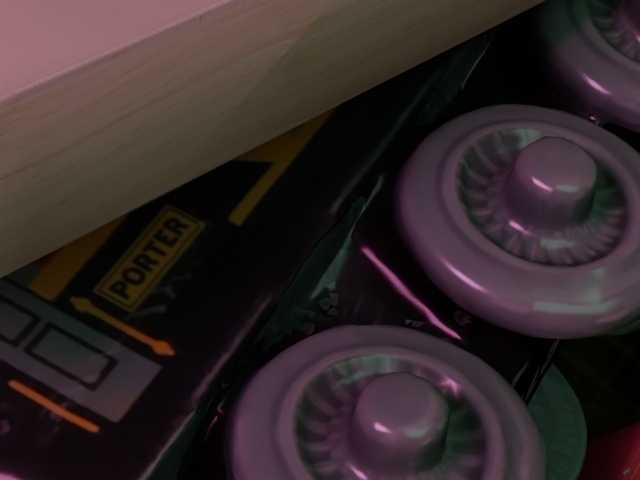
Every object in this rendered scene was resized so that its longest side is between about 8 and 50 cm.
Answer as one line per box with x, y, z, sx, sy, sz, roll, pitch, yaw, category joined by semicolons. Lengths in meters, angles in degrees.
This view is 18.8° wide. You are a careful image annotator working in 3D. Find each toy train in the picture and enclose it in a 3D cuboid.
0.000;0.000;0.552;0.190;0.142;0.334;28;51;11;toy train

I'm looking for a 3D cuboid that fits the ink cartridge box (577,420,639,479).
0.081;0.200;0.556;0.172;0.100;0.237;44;53;-10;ink cartridge box

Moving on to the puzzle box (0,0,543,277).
-0.037;-0.145;0.562;0.272;0.052;0.409;36;46;30;puzzle box
